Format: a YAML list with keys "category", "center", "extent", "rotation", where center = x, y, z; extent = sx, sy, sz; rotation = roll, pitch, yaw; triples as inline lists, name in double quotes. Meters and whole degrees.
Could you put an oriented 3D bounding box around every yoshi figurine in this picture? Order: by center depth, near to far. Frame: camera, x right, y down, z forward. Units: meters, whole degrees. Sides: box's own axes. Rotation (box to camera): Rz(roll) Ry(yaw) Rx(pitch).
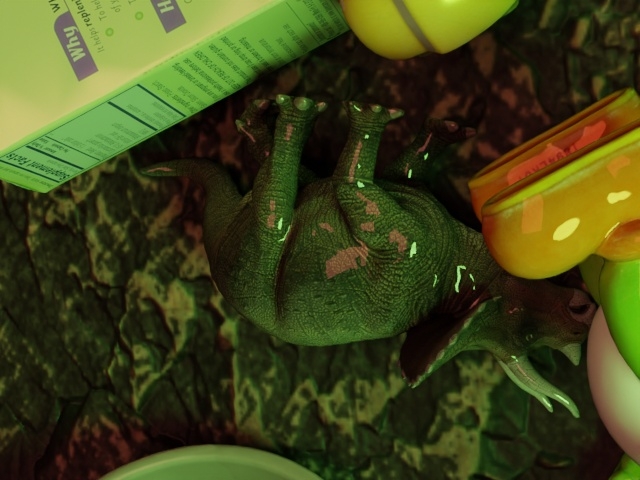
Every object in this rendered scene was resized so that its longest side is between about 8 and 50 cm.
- category: "yoshi figurine"
  center: [0.178, 0.121, 0.708]
  extent: [0.362, 0.203, 0.203]
  rotation: [58, 147, -7]

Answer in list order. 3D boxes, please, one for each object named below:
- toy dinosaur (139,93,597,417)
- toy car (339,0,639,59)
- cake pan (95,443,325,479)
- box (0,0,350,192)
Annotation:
- category: "toy dinosaur"
  center: [0.000, 0.000, 0.842]
  extent: [0.313, 0.121, 0.160]
  rotation: [9, 92, 25]
- category: "toy car"
  center: [0.146, -0.153, 0.720]
  extent: [0.225, 0.053, 0.239]
  rotation: [22, 122, -9]
- category: "cake pan"
  center: [-0.081, 0.266, 0.872]
  extent: [0.293, 0.054, 0.293]
  rotation: [-12, 55, 18]
- category: "box"
  center: [-0.121, -0.180, 0.850]
  extent: [0.243, 0.117, 0.213]
  rotation: [-28, 81, 6]
